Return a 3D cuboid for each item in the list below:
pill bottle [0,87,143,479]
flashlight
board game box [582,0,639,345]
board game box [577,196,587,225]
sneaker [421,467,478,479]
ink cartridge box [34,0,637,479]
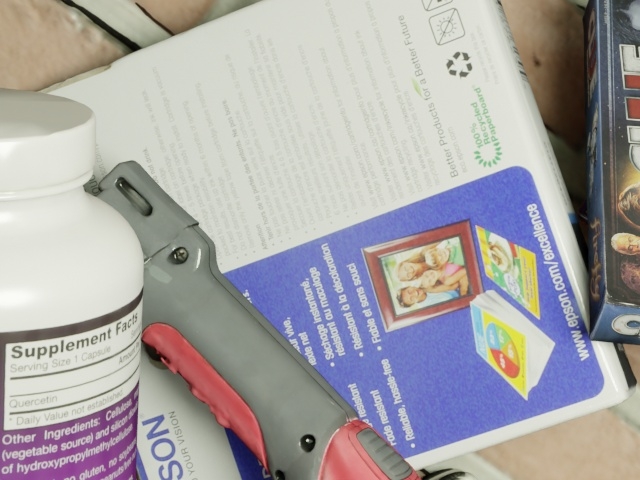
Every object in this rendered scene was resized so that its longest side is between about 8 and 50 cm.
[{"bbox_3d":[-0.189,0.087,0.980,0.181,0.181,0.323,0,107,-10],"label":"pill bottle"},{"bbox_3d":[-0.044,0.099,1.050,0.103,0.103,0.304,-40,75,-23],"label":"flashlight"},{"bbox_3d":[0.242,-0.045,1.073,0.165,0.042,0.243,6,56,-3],"label":"board game box"},{"bbox_3d":[0.274,-0.029,1.159,0.170,0.048,0.141,32,89,16],"label":"board game box"},{"bbox_3d":[0.037,0.206,1.115,0.170,0.068,0.071,-27,93,-13],"label":"sneaker"},{"bbox_3d":[0.000,0.000,1.114,0.307,0.072,0.303,-20,86,18],"label":"ink cartridge box"}]
